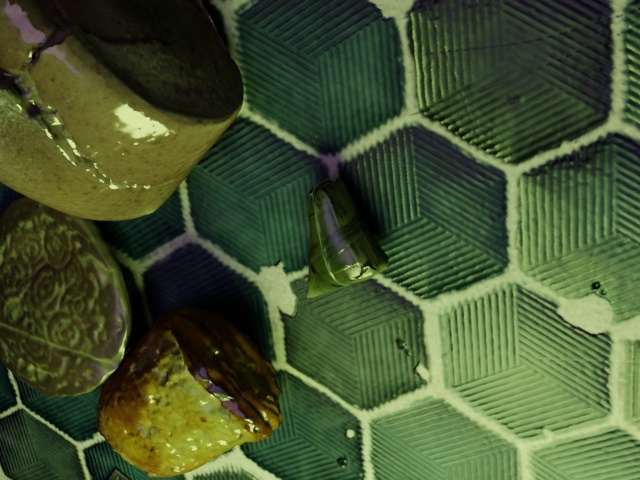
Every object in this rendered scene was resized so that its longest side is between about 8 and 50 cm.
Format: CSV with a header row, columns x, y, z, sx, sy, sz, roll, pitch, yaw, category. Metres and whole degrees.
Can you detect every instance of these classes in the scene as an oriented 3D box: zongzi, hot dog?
x,y,z,sx,sy,sz,roll,pitch,yaw,category
0.000,0.000,0.807,0.113,0.052,0.104,-23,95,46,zongzi
-0.147,0.172,0.921,0.175,0.114,0.259,49,134,-9,hot dog

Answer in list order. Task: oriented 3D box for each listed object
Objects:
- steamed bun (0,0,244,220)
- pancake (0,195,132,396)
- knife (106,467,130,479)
x,y,z,sx,sy,sz,roll,pitch,yaw,category
-0.237,-0.153,0.739,0.251,0.199,0.301,-36,101,31,steamed bun
-0.318,0.063,0.963,0.250,0.031,0.250,4,98,33,pancake
-0.315,0.413,1.175,0.072,0.019,0.245,40,123,2,knife
